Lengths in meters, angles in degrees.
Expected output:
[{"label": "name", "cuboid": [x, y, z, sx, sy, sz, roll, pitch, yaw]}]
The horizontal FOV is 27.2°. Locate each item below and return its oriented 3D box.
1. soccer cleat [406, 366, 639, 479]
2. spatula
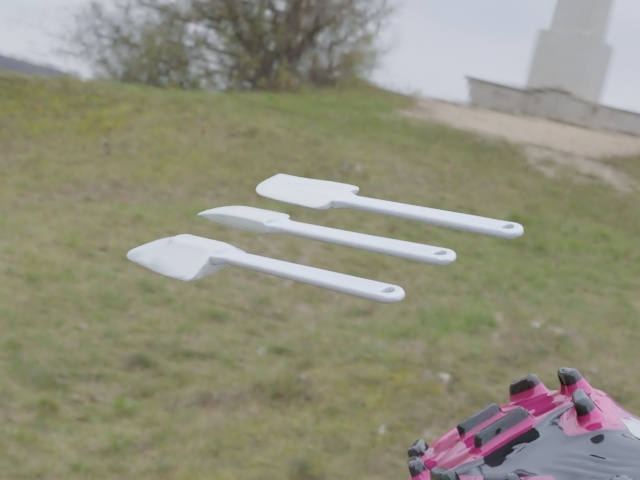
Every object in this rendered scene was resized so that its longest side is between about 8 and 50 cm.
[{"label": "soccer cleat", "cuboid": [0.135, 0.141, 0.561, 0.116, 0.143, 0.331, -30, 5, -16]}, {"label": "spatula", "cuboid": [0.000, 0.000, 0.899, 0.242, 0.019, 0.168, 13, 28, 42]}]
